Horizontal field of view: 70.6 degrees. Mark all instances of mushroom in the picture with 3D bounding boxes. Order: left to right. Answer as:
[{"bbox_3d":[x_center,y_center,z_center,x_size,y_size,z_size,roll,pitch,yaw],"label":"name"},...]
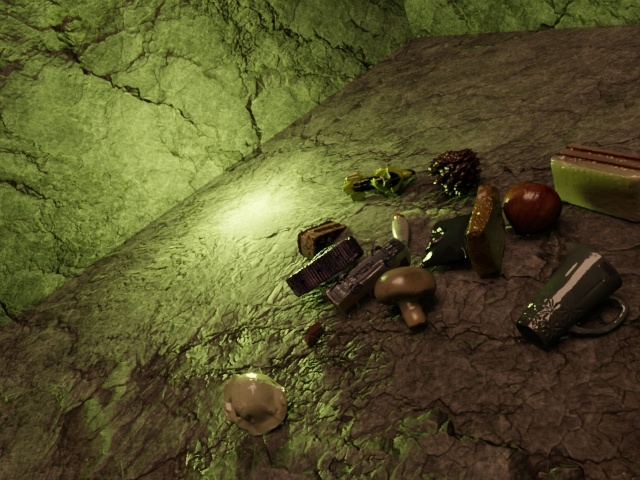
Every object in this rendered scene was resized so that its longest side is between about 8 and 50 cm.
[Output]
[{"bbox_3d":[0.296,0.181,1.528,0.206,0.209,0.206,-30,3,2],"label":"mushroom"}]

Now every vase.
[{"bbox_3d":[0.698,0.173,1.269,0.301,0.156,0.251,-42,61,-9],"label":"vase"}]

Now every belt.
[{"bbox_3d":[0.019,0.105,1.778,0.325,0.122,0.260,-35,-3,8],"label":"belt"}]

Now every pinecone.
[{"bbox_3d":[0.567,-0.281,1.896,0.222,0.221,0.221,-19,35,14],"label":"pinecone"}]

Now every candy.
[{"bbox_3d":[0.954,-0.200,1.524,0.135,0.179,0.321,-35,35,-13],"label":"candy"}]

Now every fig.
[{"bbox_3d":[0.734,-0.105,1.570,0.205,0.205,0.205,-19,35,14],"label":"fig"}]

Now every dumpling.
[{"bbox_3d":[-0.217,0.529,1.466,0.258,0.147,0.192,-1,73,27],"label":"dumpling"}]

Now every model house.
[{"bbox_3d":[-0.025,0.337,1.636,0.083,0.058,0.057,-33,34,-7],"label":"model house"}]

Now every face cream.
[{"bbox_3d":[0.334,-0.042,1.879,0.072,0.051,0.182,-20,34,20],"label":"face cream"}]

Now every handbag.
[{"bbox_3d":[0.478,-0.006,1.671,0.211,0.089,0.254,-21,31,48],"label":"handbag"}]

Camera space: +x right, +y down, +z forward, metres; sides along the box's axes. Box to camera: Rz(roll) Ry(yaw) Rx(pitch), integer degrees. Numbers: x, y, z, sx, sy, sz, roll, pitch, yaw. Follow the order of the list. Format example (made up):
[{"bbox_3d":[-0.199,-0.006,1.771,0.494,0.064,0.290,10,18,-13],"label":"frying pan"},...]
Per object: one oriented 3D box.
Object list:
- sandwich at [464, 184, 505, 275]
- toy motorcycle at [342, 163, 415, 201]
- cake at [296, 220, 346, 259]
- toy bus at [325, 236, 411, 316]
[{"bbox_3d":[0.564,-0.030,1.540,0.087,0.226,0.251,-5,39,36],"label":"sandwich"},{"bbox_3d":[0.273,-0.280,2.163,0.343,0.142,0.206,-9,0,27],"label":"toy motorcycle"},{"bbox_3d":[0.006,0.002,2.072,0.112,0.135,0.246,20,27,35],"label":"cake"},{"bbox_3d":[0.184,0.136,1.677,0.343,0.138,0.097,-37,40,-10],"label":"toy bus"}]
